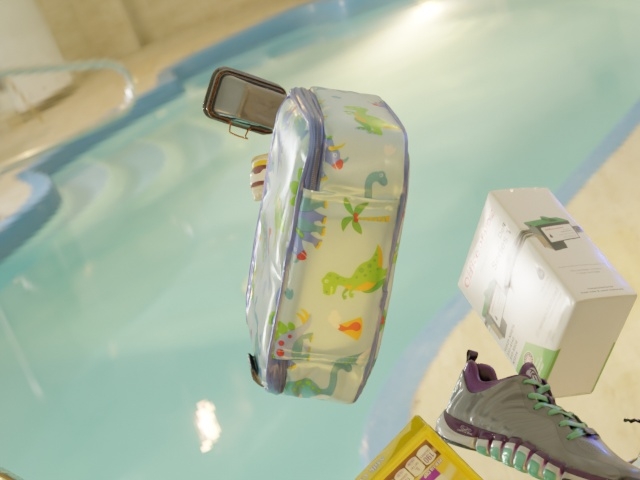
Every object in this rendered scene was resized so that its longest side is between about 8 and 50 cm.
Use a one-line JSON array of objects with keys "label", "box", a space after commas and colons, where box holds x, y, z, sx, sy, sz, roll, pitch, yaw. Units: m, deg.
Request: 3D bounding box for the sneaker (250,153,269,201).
[{"label": "sneaker", "box": [-0.042, -0.060, 1.829, 0.070, 0.185, 0.083, -17, 58, 38]}]

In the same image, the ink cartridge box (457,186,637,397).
[{"label": "ink cartridge box", "box": [0.268, 0.060, 1.472, 0.093, 0.160, 0.219, -4, 38, -24]}]

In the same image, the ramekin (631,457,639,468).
[{"label": "ramekin", "box": [0.393, 0.295, 1.122, 0.135, 0.277, 0.277, -58, -4, 35]}]

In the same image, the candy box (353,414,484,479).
[{"label": "candy box", "box": [0.038, 0.240, 0.910, 0.206, 0.105, 0.027, -46, 21, -3]}]

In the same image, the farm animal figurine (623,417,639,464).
[{"label": "farm animal figurine", "box": [0.425, 0.369, 1.416, 0.172, 0.326, 0.330, 11, -18, -39]}]

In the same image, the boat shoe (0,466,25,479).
[{"label": "boat shoe", "box": [-0.368, 0.229, 1.156, 0.073, 0.224, 0.080, -65, 2, -15]}]

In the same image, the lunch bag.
[{"label": "lunch bag", "box": [0.000, 0.000, 0.908, 0.090, 0.219, 0.176, 7, 20, -9]}]

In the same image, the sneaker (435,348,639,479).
[{"label": "sneaker", "box": [0.206, 0.168, 1.123, 0.224, 0.098, 0.083, 15, -2, 41]}]

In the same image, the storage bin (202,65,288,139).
[{"label": "storage bin", "box": [-0.099, -0.201, 1.854, 0.135, 0.098, 0.091, 15, 6, -33]}]
